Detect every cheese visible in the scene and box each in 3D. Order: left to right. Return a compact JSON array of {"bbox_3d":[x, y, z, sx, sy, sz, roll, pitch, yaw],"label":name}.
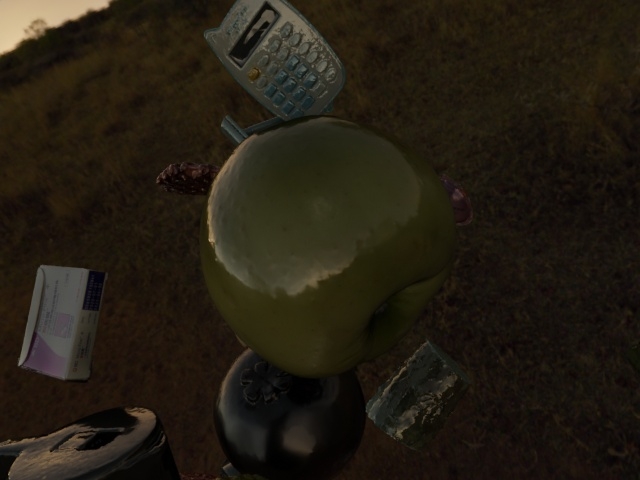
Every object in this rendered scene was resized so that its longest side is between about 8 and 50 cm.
[{"bbox_3d":[0.369,-0.095,1.469,0.074,0.286,0.189,-42,64,-18],"label":"cheese"}]

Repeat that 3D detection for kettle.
[{"bbox_3d":[-0.274,0.388,0.636,0.262,0.307,0.203,-3,12,45],"label":"kettle"}]

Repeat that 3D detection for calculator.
[{"bbox_3d":[-0.108,-0.481,1.306,0.256,0.386,0.054,-42,8,32],"label":"calculator"}]

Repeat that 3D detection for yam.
[{"bbox_3d":[0.327,0.520,1.648,0.348,0.241,0.241,-54,30,8],"label":"yam"}]

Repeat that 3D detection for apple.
[{"bbox_3d":[0.000,0.000,0.888,0.474,0.473,0.473,-18,31,11],"label":"apple"}]

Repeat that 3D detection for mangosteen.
[{"bbox_3d":[-0.062,0.441,1.241,0.382,0.435,0.382,-11,46,12],"label":"mangosteen"}]

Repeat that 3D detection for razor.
[{"bbox_3d":[-0.150,-0.323,1.366,0.232,0.068,0.106,-32,67,-32],"label":"razor"}]

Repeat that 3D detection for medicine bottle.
[{"bbox_3d":[-0.478,0.150,0.916,0.171,0.052,0.201,2,81,33],"label":"medicine bottle"}]

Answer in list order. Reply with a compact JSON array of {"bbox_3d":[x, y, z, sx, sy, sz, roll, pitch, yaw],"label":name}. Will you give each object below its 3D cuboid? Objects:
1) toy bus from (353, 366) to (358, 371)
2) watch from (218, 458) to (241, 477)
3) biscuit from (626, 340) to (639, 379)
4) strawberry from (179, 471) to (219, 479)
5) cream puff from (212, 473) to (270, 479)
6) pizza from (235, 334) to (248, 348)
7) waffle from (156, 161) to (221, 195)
[{"bbox_3d":[0.077,0.354,1.691,0.103,0.091,0.182,-10,54,13],"label":"toy bus"},{"bbox_3d":[-0.194,0.676,1.286,0.068,0.206,0.193,-22,10,-26],"label":"watch"},{"bbox_3d":[0.321,0.165,0.375,0.038,0.099,0.322,-55,-8,17],"label":"biscuit"},{"bbox_3d":[-0.391,0.889,1.638,0.288,0.250,0.238,31,20,22],"label":"strawberry"},{"bbox_3d":[-0.165,0.566,0.902,0.185,0.282,0.282,-28,21,45],"label":"cream puff"},{"bbox_3d":[-0.180,0.312,1.559,0.246,0.058,0.127,43,54,10],"label":"pizza"},{"bbox_3d":[-0.308,-0.156,1.274,0.221,0.055,0.234,3,-6,-15],"label":"waffle"}]
